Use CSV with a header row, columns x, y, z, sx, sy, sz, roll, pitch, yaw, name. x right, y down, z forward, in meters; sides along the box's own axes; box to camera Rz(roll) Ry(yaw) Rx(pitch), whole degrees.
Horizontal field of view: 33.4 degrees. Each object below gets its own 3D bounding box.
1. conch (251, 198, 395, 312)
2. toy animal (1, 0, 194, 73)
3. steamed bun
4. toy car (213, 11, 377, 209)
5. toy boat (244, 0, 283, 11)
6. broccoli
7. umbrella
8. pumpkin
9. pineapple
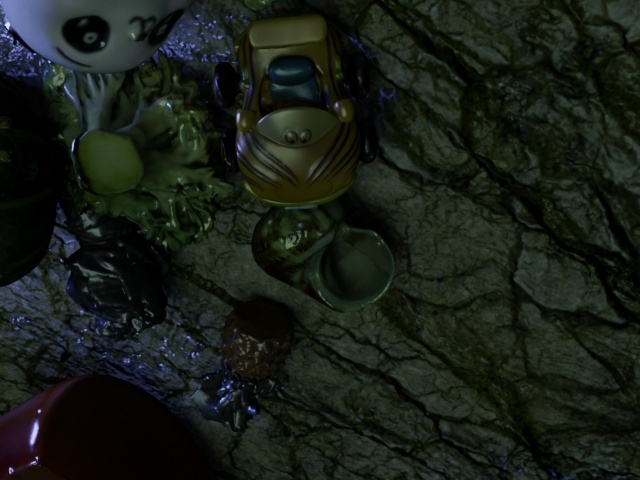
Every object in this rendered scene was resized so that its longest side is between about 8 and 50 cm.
x,y,z,sx,sy,sz,roll,pitch,yaw,name
0.000,-0.002,1.445,0.187,0.124,0.181,-9,132,-2,conch
-0.263,-0.353,1.262,0.250,0.251,0.310,19,115,5,toy animal
-0.340,0.368,1.690,0.235,0.248,0.379,-31,118,32,steamed bun
-0.031,-0.161,1.313,0.200,0.142,0.248,-8,92,0,toy car
-0.067,-0.419,1.249,0.108,0.099,0.293,8,128,10,toy boat
-0.243,-0.128,1.380,0.288,0.245,0.248,18,97,-7,broccoli
-0.332,-0.018,1.545,0.154,0.128,0.337,-29,100,3,umbrella
-0.467,-0.084,1.434,0.207,0.300,0.300,-4,124,-20,pumpkin
-0.117,0.196,1.615,0.119,0.111,0.237,43,133,26,pineapple
